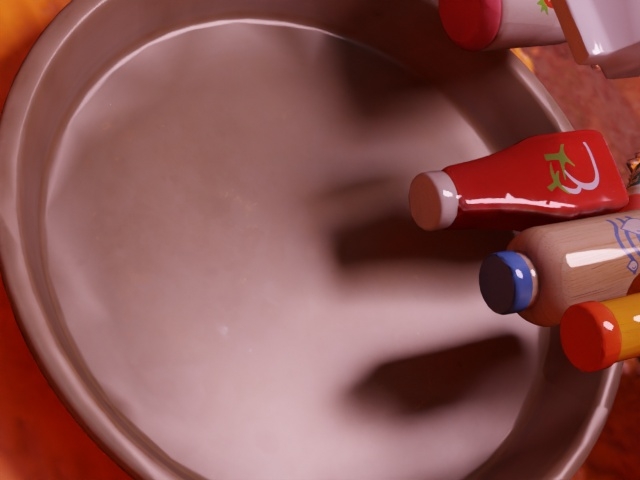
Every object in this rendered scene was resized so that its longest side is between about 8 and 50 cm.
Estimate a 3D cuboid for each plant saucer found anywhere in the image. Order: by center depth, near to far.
[{"bbox_3d":[0.000,0.000,0.602,0.278,0.041,0.277,11,61,-21],"label":"plant saucer"}]

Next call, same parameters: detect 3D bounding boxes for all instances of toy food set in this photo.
[{"bbox_3d":[0.092,-0.051,0.579,0.105,0.111,0.232,-9,72,-29],"label":"toy food set"}]

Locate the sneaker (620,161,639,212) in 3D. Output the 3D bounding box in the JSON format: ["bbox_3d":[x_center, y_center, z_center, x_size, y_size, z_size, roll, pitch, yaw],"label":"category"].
[{"bbox_3d":[0.211,0.007,0.688,0.161,0.057,0.075,16,65,-15],"label":"sneaker"}]
